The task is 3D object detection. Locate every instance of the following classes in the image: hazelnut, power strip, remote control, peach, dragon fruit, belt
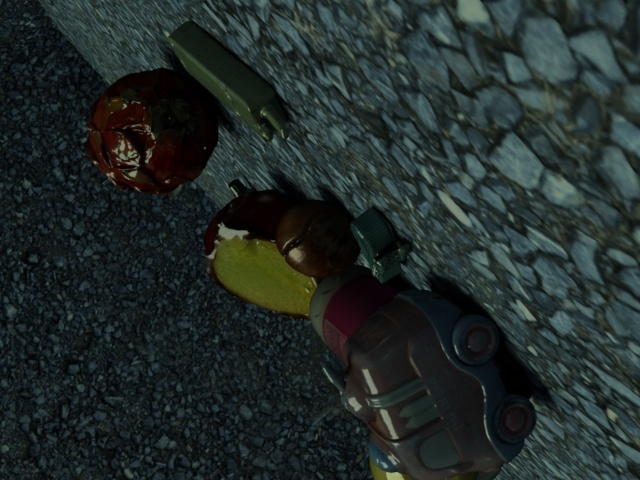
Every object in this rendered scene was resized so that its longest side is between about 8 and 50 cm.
[{"bbox_3d":[0.000,-0.006,1.309,0.154,0.143,0.143,43,174,-16],"label":"hazelnut"},{"bbox_3d":[-0.131,-0.236,1.137,0.288,0.053,0.093,43,169,30],"label":"power strip"},{"bbox_3d":[0.307,0.250,1.220,0.063,0.025,0.245,45,171,16],"label":"remote control"},{"bbox_3d":[-0.084,0.021,1.626,0.362,0.201,0.258,37,136,-23],"label":"peach"},{"bbox_3d":[-0.360,-0.235,1.590,0.343,0.277,0.277,-15,121,46],"label":"dragon fruit"},{"bbox_3d":[0.099,0.024,1.142,0.100,0.065,0.179,54,177,28],"label":"belt"}]

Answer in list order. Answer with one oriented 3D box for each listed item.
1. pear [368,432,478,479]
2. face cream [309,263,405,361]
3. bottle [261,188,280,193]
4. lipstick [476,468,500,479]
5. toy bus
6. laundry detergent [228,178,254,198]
[{"bbox_3d":[0.270,0.559,1.962,0.309,0.309,0.309,47,172,9],"label":"pear"},{"bbox_3d":[0.093,0.152,1.357,0.175,0.175,0.195,53,169,-31],"label":"face cream"},{"bbox_3d":[-0.112,-0.058,1.830,0.082,0.072,0.244,6,167,2],"label":"bottle"},{"bbox_3d":[0.359,0.759,2.113,0.080,0.371,0.076,44,170,30],"label":"lipstick"},{"bbox_3d":[0.153,0.227,1.097,0.294,0.232,0.197,64,168,-14],"label":"toy bus"},{"bbox_3d":[-0.180,-0.080,2.076,0.225,0.070,0.099,51,178,-23],"label":"laundry detergent"}]
